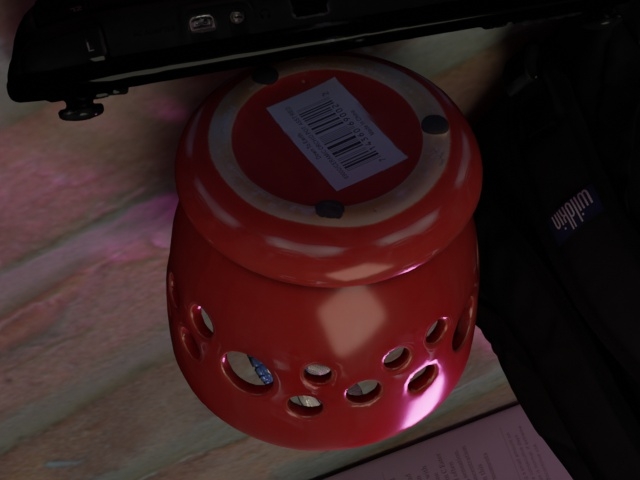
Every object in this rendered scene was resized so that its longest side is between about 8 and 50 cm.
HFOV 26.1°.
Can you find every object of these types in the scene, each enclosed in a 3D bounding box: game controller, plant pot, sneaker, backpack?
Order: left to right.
[{"bbox_3d":[0.000,0.000,0.803,0.191,0.191,0.174,-13,141,-9],"label":"plant pot"},{"bbox_3d":[0.001,-0.109,0.700,0.319,0.067,0.166,-11,179,-13],"label":"game controller"},{"bbox_3d":[0.002,0.100,1.068,0.058,0.052,0.135,-35,144,16],"label":"sneaker"},{"bbox_3d":[0.247,0.055,0.850,0.273,0.355,0.290,4,139,-32],"label":"backpack"}]

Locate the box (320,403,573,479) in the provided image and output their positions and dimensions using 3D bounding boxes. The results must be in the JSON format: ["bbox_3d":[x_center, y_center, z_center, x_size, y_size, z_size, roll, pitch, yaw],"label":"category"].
[{"bbox_3d":[0.092,0.319,1.314,0.345,0.168,0.215,-21,146,4],"label":"box"}]
